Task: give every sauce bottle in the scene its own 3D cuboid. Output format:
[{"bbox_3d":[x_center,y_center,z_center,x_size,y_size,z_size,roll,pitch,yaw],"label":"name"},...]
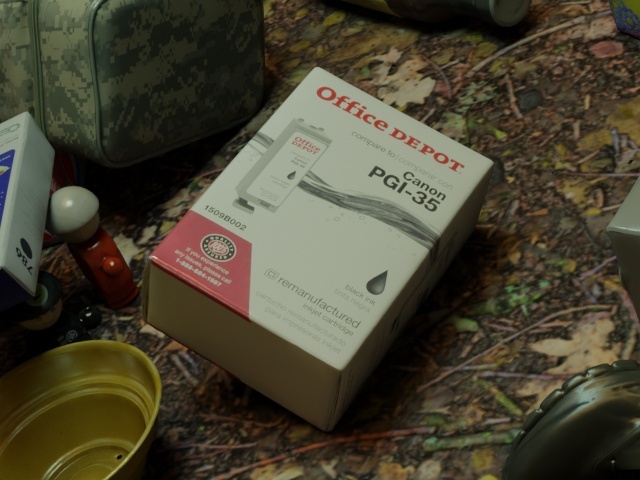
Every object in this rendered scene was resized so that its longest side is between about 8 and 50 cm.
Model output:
[{"bbox_3d":[0.105,-0.314,1.912,0.111,0.111,0.344,-41,40,-21],"label":"sauce bottle"}]

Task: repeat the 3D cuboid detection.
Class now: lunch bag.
[{"bbox_3d":[-0.241,-0.222,1.848,0.256,0.212,0.305,17,28,34],"label":"lunch bag"}]

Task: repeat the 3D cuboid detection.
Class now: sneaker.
[{"bbox_3d":[0.275,0.151,1.226,0.286,0.109,0.130,-24,44,7],"label":"sneaker"}]

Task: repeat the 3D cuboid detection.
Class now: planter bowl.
[{"bbox_3d":[-0.226,0.197,1.471,0.217,0.090,0.217,-16,36,12],"label":"planter bowl"}]

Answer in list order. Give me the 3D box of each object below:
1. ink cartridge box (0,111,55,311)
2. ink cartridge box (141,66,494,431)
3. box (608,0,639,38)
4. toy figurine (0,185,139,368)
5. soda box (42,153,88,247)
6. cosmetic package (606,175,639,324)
[{"bbox_3d":[-0.350,0.008,1.566,0.165,0.065,0.332,-23,31,12],"label":"ink cartridge box"},{"bbox_3d":[0.000,0.000,1.495,0.207,0.117,0.283,29,56,13],"label":"ink cartridge box"},{"bbox_3d":[0.471,-0.316,1.633,0.279,0.177,0.290,-36,37,-15],"label":"box"},{"bbox_3d":[-0.308,0.059,1.646,0.210,0.148,0.213,-9,39,21],"label":"toy figurine"},{"bbox_3d":[-0.331,-0.099,1.917,0.092,0.083,0.263,-17,36,11],"label":"soda box"},{"bbox_3d":[0.366,0.017,1.317,0.238,0.127,0.107,13,51,39],"label":"cosmetic package"}]
